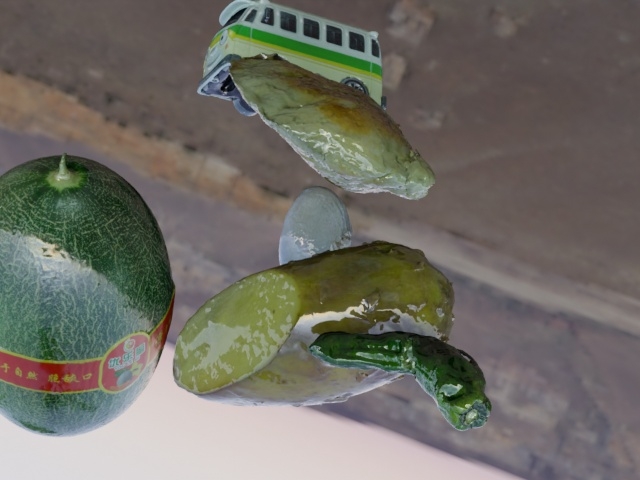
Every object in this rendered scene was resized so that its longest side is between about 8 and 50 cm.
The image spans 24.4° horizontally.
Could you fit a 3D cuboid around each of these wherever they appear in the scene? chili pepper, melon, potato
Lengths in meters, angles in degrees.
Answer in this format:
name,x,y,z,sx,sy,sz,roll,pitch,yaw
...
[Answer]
name,x,y,z,sx,sy,sz,roll,pitch,yaw
chili pepper,0.078,0.111,1.312,0.182,0.073,0.050,17,138,37
melon,-0.212,0.042,1.218,0.182,0.182,0.288,21,136,16
potato,-0.009,0.094,1.470,0.298,0.141,0.176,-22,140,11

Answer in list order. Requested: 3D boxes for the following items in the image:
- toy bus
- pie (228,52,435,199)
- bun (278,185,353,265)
name,x,y,z,sx,sy,sz,roll,pitch,yaw
toy bus,-0.042,-0.276,2.315,0.276,0.165,0.133,14,157,-24
pie,0.005,-0.130,1.687,0.257,0.105,0.274,30,-170,-15
bun,0.000,0.000,1.907,0.083,0.141,0.141,10,173,13
